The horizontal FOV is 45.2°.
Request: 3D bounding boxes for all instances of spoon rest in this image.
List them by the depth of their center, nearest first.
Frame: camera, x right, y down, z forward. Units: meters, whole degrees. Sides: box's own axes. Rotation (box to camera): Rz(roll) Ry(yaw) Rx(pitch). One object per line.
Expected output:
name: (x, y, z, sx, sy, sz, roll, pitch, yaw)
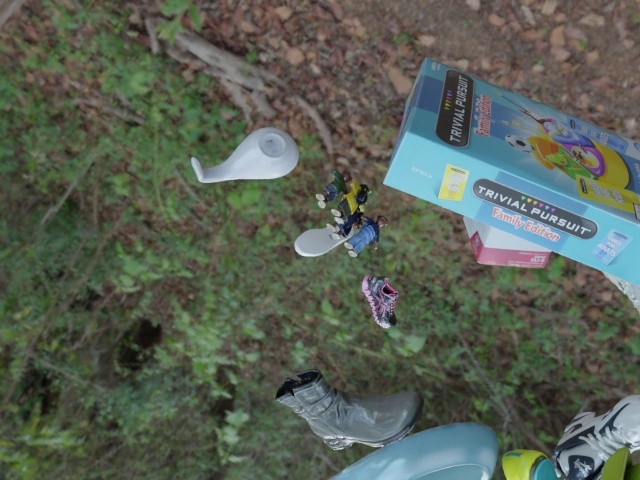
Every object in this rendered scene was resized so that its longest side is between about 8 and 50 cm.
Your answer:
spoon rest: (-0.183, -0.200, 1.883, 0.137, 0.276, 0.084, 66, 156, 14)

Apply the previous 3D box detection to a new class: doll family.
doll family: (0.071, -0.059, 1.574, 0.076, 0.111, 0.193, 19, 141, 39)

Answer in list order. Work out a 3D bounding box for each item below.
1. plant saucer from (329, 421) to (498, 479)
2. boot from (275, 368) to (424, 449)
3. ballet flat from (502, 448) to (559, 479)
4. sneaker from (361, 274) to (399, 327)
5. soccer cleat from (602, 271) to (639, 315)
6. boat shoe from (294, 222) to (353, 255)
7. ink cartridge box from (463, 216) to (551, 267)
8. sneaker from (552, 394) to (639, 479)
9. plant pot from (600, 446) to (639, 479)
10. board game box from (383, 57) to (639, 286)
plant saucer: (0.111, 0.358, 1.050, 0.044, 0.317, 0.318, 62, -178, 37)
boot: (0.040, 0.278, 1.309, 0.246, 0.083, 0.161, -26, 119, 40)
ballet flat: (0.325, 0.392, 1.120, 0.077, 0.077, 0.231, -1, 124, 49)
sneaker: (0.122, 0.113, 1.419, 0.057, 0.047, 0.119, -11, 121, 30)
soccer cleat: (0.451, 0.074, 1.062, 0.068, 0.076, 0.196, 38, 179, -30)
boat shoe: (0.000, 0.000, 1.826, 0.066, 0.184, 0.063, 55, 136, 4)
ink cartridge box: (0.337, -0.063, 1.310, 0.127, 0.128, 0.176, 5, 129, -7)
sneaker: (0.470, 0.346, 1.275, 0.094, 0.153, 0.235, 52, 150, -3)
plant pot: (0.492, 0.428, 1.052, 0.207, 0.228, 0.227, -4, 119, 32)
board game box: (0.264, -0.098, 0.978, 0.335, 0.254, 0.079, 22, 124, -1)
